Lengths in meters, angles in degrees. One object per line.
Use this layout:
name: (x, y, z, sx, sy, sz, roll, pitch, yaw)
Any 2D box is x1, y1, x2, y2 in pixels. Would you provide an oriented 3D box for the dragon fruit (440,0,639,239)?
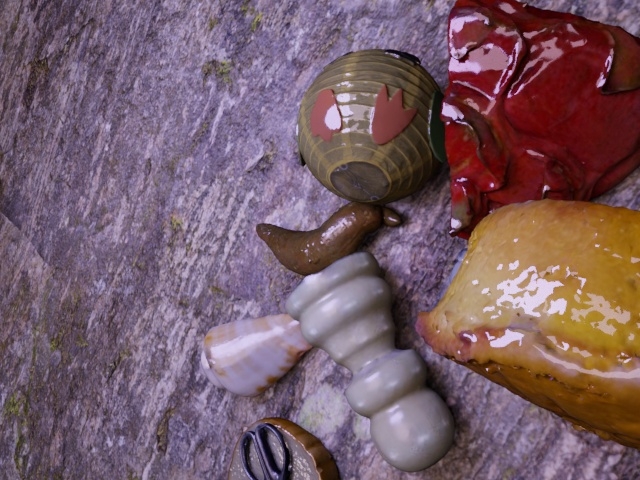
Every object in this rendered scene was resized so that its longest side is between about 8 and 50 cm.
dragon fruit: (0.293, -0.138, 0.658, 0.286, 0.228, 0.330, 24, 95, 31)

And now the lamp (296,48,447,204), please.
lamp: (0.094, -0.197, 0.800, 0.250, 0.250, 0.284, -6, 49, 32)

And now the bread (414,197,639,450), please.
bread: (0.310, 0.106, 0.548, 0.398, 0.398, 0.215, 19, 83, 33)

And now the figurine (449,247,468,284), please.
figurine: (0.241, 0.055, 0.767, 0.094, 0.082, 0.086, 2, 102, 58)

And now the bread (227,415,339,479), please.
bread: (-0.071, 0.449, 0.915, 0.236, 0.070, 0.236, -4, 82, 31)

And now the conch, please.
conch: (-0.144, 0.216, 0.957, 0.255, 0.127, 0.158, -35, 66, 24)

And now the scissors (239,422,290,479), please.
scissors: (-0.060, 0.471, 0.854, 0.109, 0.022, 0.300, -37, 69, 26)

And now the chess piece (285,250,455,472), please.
chess piece: (0.092, 0.199, 0.787, 0.182, 0.182, 0.330, -38, 71, 23)

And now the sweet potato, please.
sweet potato: (0.001, 0.002, 0.908, 0.309, 0.098, 0.124, -13, 56, 33)
